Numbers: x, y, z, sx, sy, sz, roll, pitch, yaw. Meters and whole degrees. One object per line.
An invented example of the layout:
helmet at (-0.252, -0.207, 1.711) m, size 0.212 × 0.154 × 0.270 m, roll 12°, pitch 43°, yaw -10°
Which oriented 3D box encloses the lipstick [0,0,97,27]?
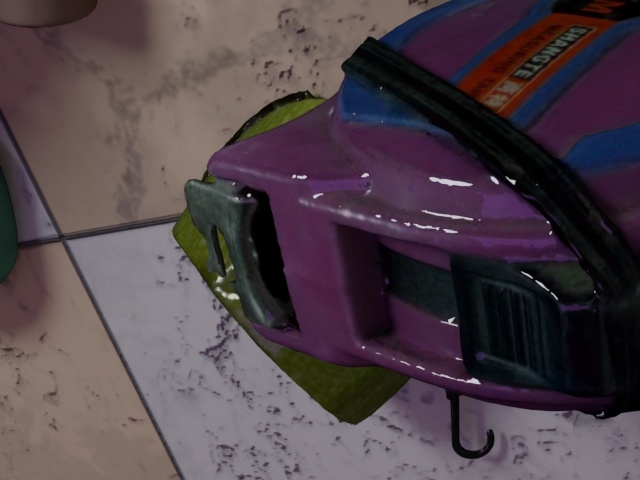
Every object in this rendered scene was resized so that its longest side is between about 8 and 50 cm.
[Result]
lipstick at (-0.166, -0.249, 0.656) m, size 0.070 × 0.070 × 0.254 m, roll 17°, pitch 126°, yaw 20°

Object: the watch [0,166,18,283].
watch at (-0.332, -0.046, 0.888) m, size 0.237 × 0.068 × 0.195 m, roll 37°, pitch 133°, yaw -1°

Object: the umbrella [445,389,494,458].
umbrella at (0.073, 0.028, 0.718) m, size 0.044 × 0.044 × 0.269 m, roll -9°, pitch 116°, yaw 3°

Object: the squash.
squash at (-0.015, 0.010, 0.705) m, size 0.192 × 0.085 × 0.184 m, roll 45°, pitch 130°, yaw 14°

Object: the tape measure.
tape measure at (0.099, -0.027, 0.547) m, size 0.245 × 0.231 × 0.149 m, roll 17°, pitch 130°, yaw 40°
